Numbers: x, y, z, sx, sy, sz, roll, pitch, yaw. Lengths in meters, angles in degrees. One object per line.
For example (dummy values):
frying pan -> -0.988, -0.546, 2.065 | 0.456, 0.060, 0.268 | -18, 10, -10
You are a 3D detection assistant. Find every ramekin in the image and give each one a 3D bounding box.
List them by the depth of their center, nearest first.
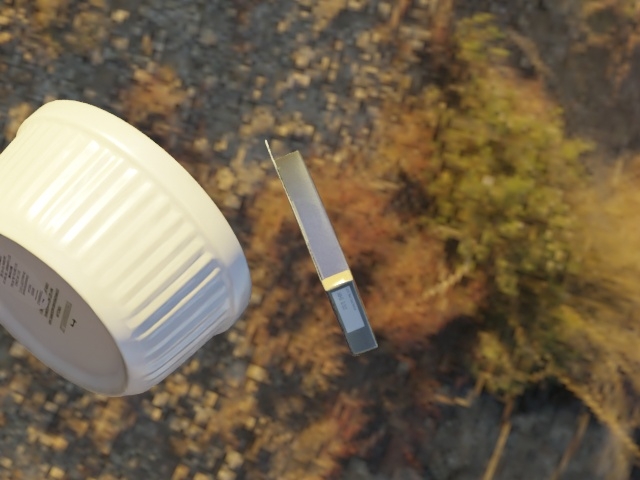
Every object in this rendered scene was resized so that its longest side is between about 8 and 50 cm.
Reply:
ramekin -> -0.161, 0.015, 1.129 | 0.109, 0.207, 0.207 | -48, 134, -27

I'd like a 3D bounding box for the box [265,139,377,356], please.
box -> 0.000, 0.000, 1.740 | 0.036, 0.225, 0.136 | -23, 143, -1
